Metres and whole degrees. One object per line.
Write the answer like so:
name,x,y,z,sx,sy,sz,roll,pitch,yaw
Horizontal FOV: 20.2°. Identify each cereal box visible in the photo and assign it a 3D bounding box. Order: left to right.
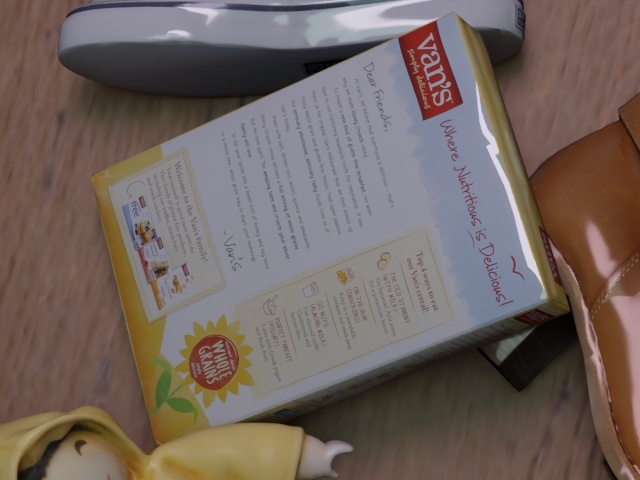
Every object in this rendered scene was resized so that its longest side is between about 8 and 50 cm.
cereal box,0.000,0.000,0.988,0.240,0.047,0.173,-22,70,19

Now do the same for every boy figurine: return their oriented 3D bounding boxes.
boy figurine,-0.049,0.167,0.935,0.285,0.092,0.177,36,74,-10

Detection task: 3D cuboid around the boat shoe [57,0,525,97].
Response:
boat shoe,-0.018,-0.142,1.035,0.267,0.096,0.088,-5,74,5

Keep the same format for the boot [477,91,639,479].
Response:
boot,0.226,0.047,0.964,0.220,0.109,0.283,-44,65,0
